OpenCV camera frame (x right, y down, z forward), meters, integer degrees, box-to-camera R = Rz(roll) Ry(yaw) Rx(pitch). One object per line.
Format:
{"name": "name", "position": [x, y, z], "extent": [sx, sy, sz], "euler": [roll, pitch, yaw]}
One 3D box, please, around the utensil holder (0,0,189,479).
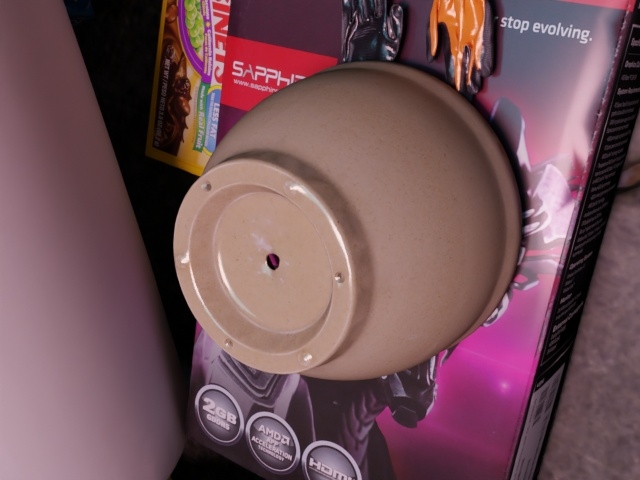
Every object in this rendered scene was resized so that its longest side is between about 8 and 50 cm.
{"name": "utensil holder", "position": [-0.284, 0.004, 0.497], "extent": [0.328, 0.327, 0.385], "euler": [3, 117, 32]}

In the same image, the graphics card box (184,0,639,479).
{"name": "graphics card box", "position": [0.044, -0.007, 0.466], "extent": [0.233, 0.094, 0.370], "euler": [20, 112, 27]}

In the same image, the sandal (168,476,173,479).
{"name": "sandal", "position": [-0.147, 0.265, 0.640], "extent": [0.317, 0.126, 0.138], "euler": [23, 117, 28]}

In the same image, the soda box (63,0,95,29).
{"name": "soda box", "position": [-0.292, -0.187, 0.654], "extent": [0.210, 0.067, 0.071], "euler": [-14, 94, 34]}

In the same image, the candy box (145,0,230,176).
{"name": "candy box", "position": [-0.069, -0.145, 0.545], "extent": [0.105, 0.027, 0.205], "euler": [21, 112, 24]}

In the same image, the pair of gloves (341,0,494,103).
{"name": "pair of gloves", "position": [0.046, -0.104, 0.379], "extent": [0.083, 0.010, 0.074], "euler": [3, 105, 34]}

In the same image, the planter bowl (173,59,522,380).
{"name": "planter bowl", "position": [0.000, 0.000, 0.367], "extent": [0.162, 0.109, 0.162], "euler": [11, 111, 31]}
